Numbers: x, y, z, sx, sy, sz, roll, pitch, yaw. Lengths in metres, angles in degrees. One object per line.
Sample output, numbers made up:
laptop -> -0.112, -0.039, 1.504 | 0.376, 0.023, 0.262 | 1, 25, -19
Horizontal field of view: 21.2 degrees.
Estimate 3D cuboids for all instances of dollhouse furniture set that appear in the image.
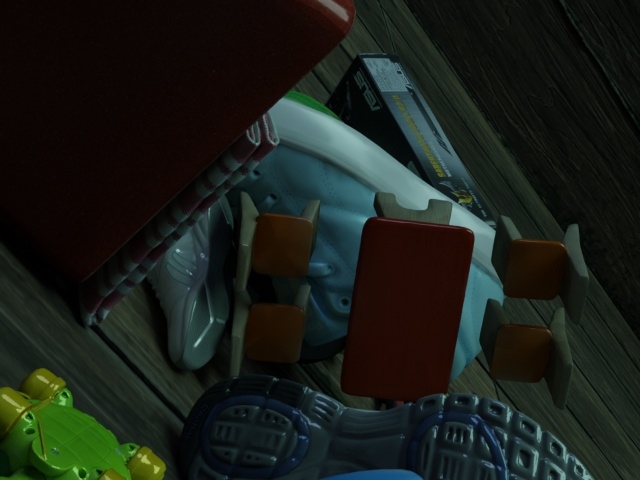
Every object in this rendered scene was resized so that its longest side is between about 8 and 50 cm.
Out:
dollhouse furniture set -> 0.057, 0.100, 1.295 | 0.135, 0.262, 0.259 | -89, -175, -63

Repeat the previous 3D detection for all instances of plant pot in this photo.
plant pot -> -0.168, -0.186, 1.105 | 0.235, 0.267, 0.267 | 35, 26, -33

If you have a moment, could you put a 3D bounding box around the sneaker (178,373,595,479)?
sneaker -> 0.056, 0.163, 1.161 | 0.129, 0.297, 0.111 | 56, 51, -60

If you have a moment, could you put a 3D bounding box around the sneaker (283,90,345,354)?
sneaker -> -0.005, -0.035, 1.636 | 0.123, 0.109, 0.296 | 41, 23, -59

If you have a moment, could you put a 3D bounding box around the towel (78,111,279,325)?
towel -> -0.101, -0.045, 1.150 | 0.029, 0.197, 0.144 | 30, 30, -29

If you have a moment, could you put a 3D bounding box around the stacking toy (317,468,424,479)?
stacking toy -> 0.034, 0.310, 1.061 | 0.166, 0.175, 0.302 | -104, 173, -60

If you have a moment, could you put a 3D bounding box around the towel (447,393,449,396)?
towel -> 0.119, 0.202, 1.776 | 0.102, 0.021, 0.237 | 52, 16, -25

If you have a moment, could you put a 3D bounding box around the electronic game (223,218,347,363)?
electronic game -> -0.041, -0.002, 1.473 | 0.229, 0.048, 0.229 | 32, 44, -37

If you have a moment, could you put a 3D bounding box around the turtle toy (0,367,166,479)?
turtle toy -> -0.146, 0.126, 0.902 | 0.095, 0.066, 0.130 | 38, 15, 7

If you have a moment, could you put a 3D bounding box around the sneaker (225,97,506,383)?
sneaker -> 0.000, 0.000, 1.373 | 0.366, 0.150, 0.135 | 29, -19, -20

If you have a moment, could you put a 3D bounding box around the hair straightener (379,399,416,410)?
hair straightener -> 0.104, 0.168, 1.671 | 0.089, 0.047, 0.230 | 29, 18, -15

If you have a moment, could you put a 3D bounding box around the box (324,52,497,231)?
box -> 0.064, -0.044, 1.719 | 0.056, 0.183, 0.231 | -3, 54, -37

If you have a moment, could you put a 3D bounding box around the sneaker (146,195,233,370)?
sneaker -> -0.103, 0.031, 1.288 | 0.054, 0.061, 0.152 | 55, 32, -51
